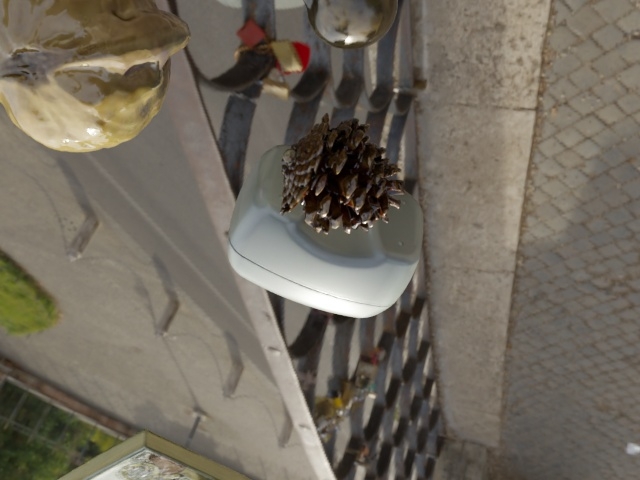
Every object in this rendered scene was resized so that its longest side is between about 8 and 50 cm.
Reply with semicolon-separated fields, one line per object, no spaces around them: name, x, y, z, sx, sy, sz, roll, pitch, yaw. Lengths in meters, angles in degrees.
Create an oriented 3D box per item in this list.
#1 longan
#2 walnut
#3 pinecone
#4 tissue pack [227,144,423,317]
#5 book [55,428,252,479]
longan;0.030;-0.265;0.782;0.113;0.092;0.113;1;148;1
walnut;-0.417;-0.346;1.232;0.383;0.383;0.383;14;146;10
pinecone;0.029;-0.081;0.925;0.173;0.173;0.173;14;146;10
tissue pack;0.000;0.000;1.277;0.333;0.229;0.236;21;135;-11
book;-0.228;0.308;0.785;0.264;0.027;0.202;-31;136;14
